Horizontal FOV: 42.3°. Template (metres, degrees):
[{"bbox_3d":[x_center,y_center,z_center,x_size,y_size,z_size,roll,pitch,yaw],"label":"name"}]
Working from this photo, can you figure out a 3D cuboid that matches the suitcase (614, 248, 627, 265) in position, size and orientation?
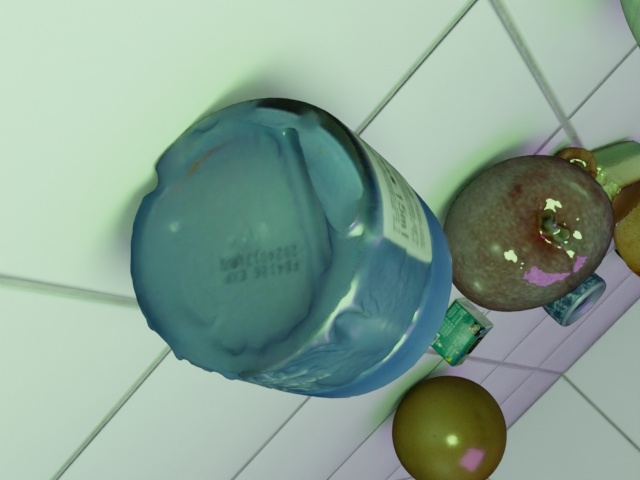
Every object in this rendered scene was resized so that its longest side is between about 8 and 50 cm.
[{"bbox_3d":[0.982,0.059,2.179,0.229,0.335,0.152,-40,169,-8],"label":"suitcase"}]

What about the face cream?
[{"bbox_3d":[-0.024,0.016,0.774,0.249,0.249,0.225,-46,151,6],"label":"face cream"}]

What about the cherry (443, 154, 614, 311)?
[{"bbox_3d":[0.303,-0.005,1.254,0.261,0.221,0.307,-29,165,-11],"label":"cherry"}]

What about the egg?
[{"bbox_3d":[0.290,0.426,1.849,0.250,0.250,0.322,-48,165,10],"label":"egg"}]

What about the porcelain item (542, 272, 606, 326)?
[{"bbox_3d":[0.582,0.116,1.951,0.147,0.114,0.147,-33,151,-21],"label":"porcelain item"}]

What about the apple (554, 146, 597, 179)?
[{"bbox_3d":[0.431,-0.120,1.418,0.084,0.084,0.071,-51,179,16],"label":"apple"}]

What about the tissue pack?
[{"bbox_3d":[0.282,0.182,1.654,0.079,0.085,0.111,-3,132,-56],"label":"tissue pack"}]

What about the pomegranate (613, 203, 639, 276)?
[{"bbox_3d":[0.802,-0.048,1.828,0.319,0.319,0.319,-34,153,-20],"label":"pomegranate"}]

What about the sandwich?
[{"bbox_3d":[0.543,-0.110,1.556,0.220,0.108,0.186,-45,155,9],"label":"sandwich"}]

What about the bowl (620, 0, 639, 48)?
[{"bbox_3d":[0.449,-0.365,0.988,0.313,0.146,0.313,-32,151,-21],"label":"bowl"}]
